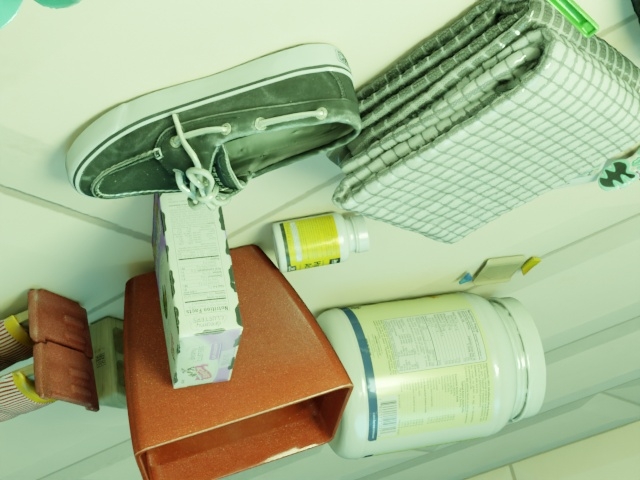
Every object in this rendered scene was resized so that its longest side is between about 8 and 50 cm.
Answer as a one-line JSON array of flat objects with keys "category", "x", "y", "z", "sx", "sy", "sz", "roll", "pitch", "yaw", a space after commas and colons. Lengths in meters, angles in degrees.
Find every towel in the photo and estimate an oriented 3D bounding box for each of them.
[{"category": "towel", "x": 0.168, "y": -0.119, "z": 0.991, "sx": 0.284, "sy": 0.121, "sz": 0.235, "roll": -32, "pitch": 151, "yaw": 32}]

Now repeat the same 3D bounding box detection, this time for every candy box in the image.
[{"category": "candy box", "x": -0.143, "y": 0.046, "z": 1.085, "sx": 0.070, "sy": 0.196, "sz": 0.165, "roll": -6, "pitch": 155, "yaw": -14}]

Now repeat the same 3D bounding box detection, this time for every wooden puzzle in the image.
[{"category": "wooden puzzle", "x": 0.279, "y": 0.045, "z": 1.504, "sx": 0.116, "sy": 0.014, "sz": 0.078, "roll": -2, "pitch": 149, "yaw": -22}]

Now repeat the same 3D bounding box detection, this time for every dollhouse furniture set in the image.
[{"category": "dollhouse furniture set", "x": -0.355, "y": 0.210, "z": 1.375, "sx": 0.201, "sy": 0.152, "sz": 0.374, "roll": -23, "pitch": 153, "yaw": 19}]

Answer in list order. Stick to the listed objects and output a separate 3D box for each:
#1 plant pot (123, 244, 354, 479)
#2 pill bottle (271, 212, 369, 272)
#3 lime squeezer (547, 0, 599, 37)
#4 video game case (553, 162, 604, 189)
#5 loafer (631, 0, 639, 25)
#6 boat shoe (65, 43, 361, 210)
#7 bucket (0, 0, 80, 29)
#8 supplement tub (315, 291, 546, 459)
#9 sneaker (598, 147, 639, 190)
[{"category": "plant pot", "x": -0.135, "y": 0.163, "z": 1.266, "sx": 0.267, "sy": 0.235, "sz": 0.267, "roll": -16, "pitch": 156, "yaw": -13}, {"category": "pill bottle", "x": 0.000, "y": 0.000, "z": 1.213, "sx": 0.116, "sy": 0.065, "sz": 0.065, "roll": -10, "pitch": 155, "yaw": -6}, {"category": "lime squeezer", "x": 0.109, "y": -0.235, "z": 0.732, "sx": 0.310, "sy": 0.110, "sz": 0.059, "roll": 6, "pitch": 132, "yaw": -43}, {"category": "video game case", "x": 0.290, "y": -0.103, "z": 1.191, "sx": 0.143, "sy": 0.019, "sz": 0.157, "roll": -11, "pitch": 155, "yaw": -4}, {"category": "loafer", "x": 0.343, "y": -0.214, "z": 0.916, "sx": 0.076, "sy": 0.078, "sz": 0.223, "roll": -22, "pitch": 153, "yaw": 18}, {"category": "boat shoe", "x": -0.106, "y": -0.085, "z": 0.936, "sx": 0.306, "sy": 0.105, "sz": 0.113, "roll": -17, "pitch": 155, "yaw": 8}, {"category": "bucket", "x": -0.212, "y": -0.250, "z": 0.453, "sx": 0.281, "sy": 0.183, "sz": 0.281, "roll": -11, "pitch": 155, "yaw": -5}, {"category": "supplement tub", "x": 0.163, "y": 0.206, "z": 1.520, "sx": 0.325, "sy": 0.235, "sz": 0.235, "roll": -6, "pitch": 154, "yaw": -14}, {"category": "sneaker", "x": 0.407, "y": -0.087, "z": 1.247, "sx": 0.098, "sy": 0.038, "sz": 0.069, "roll": -31, "pitch": 156, "yaw": 9}]
